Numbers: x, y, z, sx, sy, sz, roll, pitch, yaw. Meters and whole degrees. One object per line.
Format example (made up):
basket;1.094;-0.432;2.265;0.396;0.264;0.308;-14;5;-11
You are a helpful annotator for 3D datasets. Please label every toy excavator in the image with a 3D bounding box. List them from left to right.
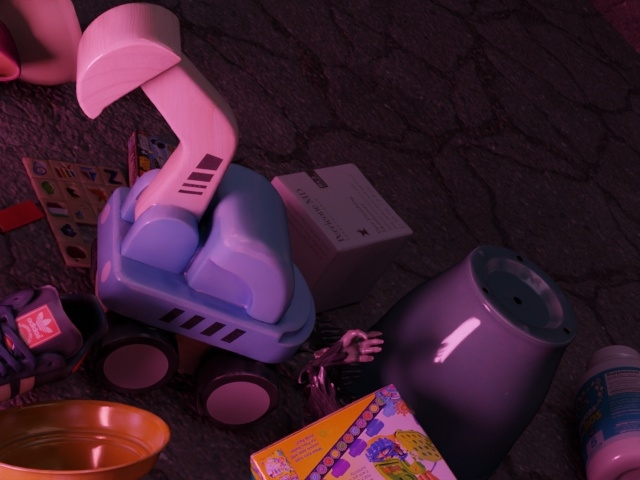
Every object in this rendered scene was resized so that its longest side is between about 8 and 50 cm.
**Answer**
toy excavator;-0.152;-0.036;1.842;0.432;0.445;0.222;21;34;-24

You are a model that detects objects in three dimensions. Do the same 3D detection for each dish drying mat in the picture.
dish drying mat;-0.395;-0.031;2.014;0.032;0.008;0.083;45;32;11

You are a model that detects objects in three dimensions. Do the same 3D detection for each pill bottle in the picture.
pill bottle;0.460;0.277;2.321;0.146;0.146;0.264;26;33;-17

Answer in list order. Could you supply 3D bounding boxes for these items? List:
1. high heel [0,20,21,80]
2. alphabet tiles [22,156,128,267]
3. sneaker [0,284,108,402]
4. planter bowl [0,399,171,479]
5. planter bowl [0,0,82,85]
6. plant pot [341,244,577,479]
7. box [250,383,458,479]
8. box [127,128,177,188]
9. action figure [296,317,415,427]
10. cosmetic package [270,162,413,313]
high heel;-0.574;-0.284;2.009;0.377;0.127;0.181;-2;30;-40
alphabet tiles;-0.278;-0.032;2.130;0.237;0.009;0.198;6;43;-41
sneaker;-0.350;0.115;1.659;0.131;0.148;0.350;64;22;-1
planter bowl;-0.269;0.248;1.661;0.217;0.090;0.217;3;13;-1
planter bowl;-0.417;-0.292;2.212;0.109;0.162;0.162;-19;58;-23
plant pot;0.208;0.152;2.133;0.271;0.255;0.272;25;33;-18
box;0.067;0.362;1.651;0.177;0.290;0.279;-25;62;-17
box;-0.231;-0.101;2.234;0.094;0.027;0.137;24;27;-22
action figure;0.037;0.190;1.957;0.276;0.140;0.164;-116;-172;-67
cosmetic package;0.000;0.000;2.223;0.151;0.151;0.183;49;34;20
